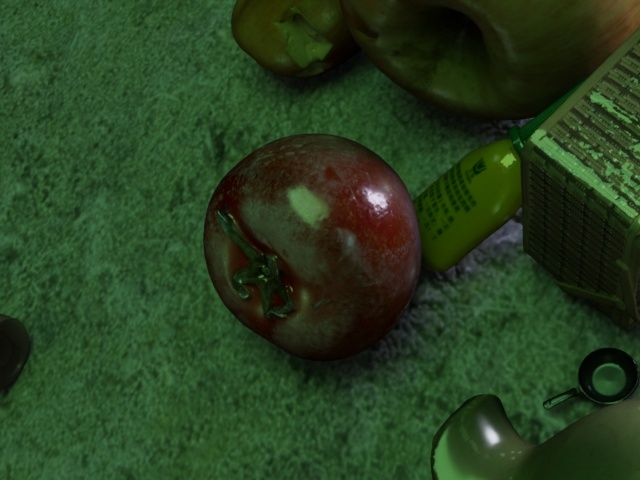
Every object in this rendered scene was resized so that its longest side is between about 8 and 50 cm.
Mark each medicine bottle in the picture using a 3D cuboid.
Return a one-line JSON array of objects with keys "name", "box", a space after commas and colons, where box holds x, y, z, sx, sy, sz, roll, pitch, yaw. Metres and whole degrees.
[{"name": "medicine bottle", "box": [0.222, -0.083, 1.425, 0.309, 0.076, 0.111, -41, 48, 28]}]

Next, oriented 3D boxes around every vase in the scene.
[{"name": "vase", "box": [0.280, 0.318, 1.193, 0.302, 0.241, 0.329, -4, 87, 30]}]

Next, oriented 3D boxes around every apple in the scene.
[{"name": "apple", "box": [0.228, -0.348, 1.462, 0.391, 0.391, 0.346, 17, 64, 26]}, {"name": "apple", "box": [-0.030, -0.313, 1.659, 0.199, 0.199, 0.199, -8, 60, 15]}]

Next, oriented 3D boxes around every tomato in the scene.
[{"name": "tomato", "box": [0.000, 0.000, 1.424, 0.270, 0.270, 0.227, 32, 44, 30]}]

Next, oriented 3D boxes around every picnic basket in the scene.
[{"name": "picnic basket", "box": [0.356, -0.056, 1.303, 0.228, 0.313, 0.175, -45, 67, -10]}]

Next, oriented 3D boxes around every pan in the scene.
[{"name": "pan", "box": [0.304, 0.166, 1.361, 0.115, 0.023, 0.068, -25, 58, 1]}]

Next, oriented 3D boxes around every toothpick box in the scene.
[{"name": "toothpick box", "box": [-0.478, 0.133, 1.604, 0.149, 0.098, 0.098, 13, 67, 25]}]
